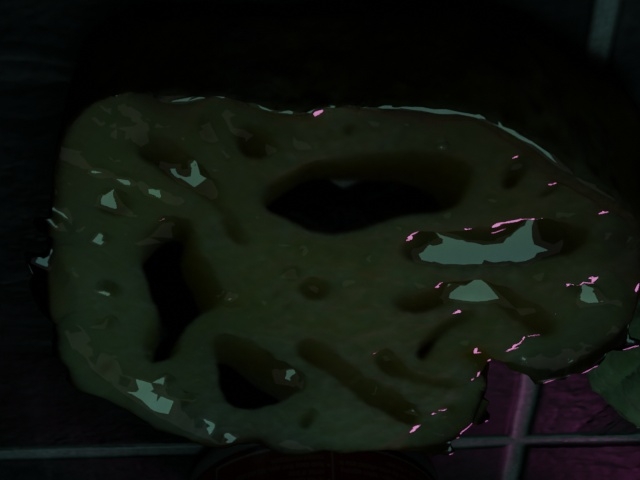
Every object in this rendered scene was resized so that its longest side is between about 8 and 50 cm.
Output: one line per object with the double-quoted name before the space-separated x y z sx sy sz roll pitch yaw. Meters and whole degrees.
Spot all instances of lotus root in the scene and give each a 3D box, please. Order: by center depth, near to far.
"lotus root" 0.000 0.000 1.035 0.390 0.111 0.375 -26 135 32

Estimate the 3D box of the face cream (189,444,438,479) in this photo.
"face cream" -0.003 0.259 1.297 0.201 0.187 0.201 -2 142 -1

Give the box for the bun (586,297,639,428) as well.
"bun" 0.284 0.064 1.127 0.221 0.108 0.221 -2 142 -1
